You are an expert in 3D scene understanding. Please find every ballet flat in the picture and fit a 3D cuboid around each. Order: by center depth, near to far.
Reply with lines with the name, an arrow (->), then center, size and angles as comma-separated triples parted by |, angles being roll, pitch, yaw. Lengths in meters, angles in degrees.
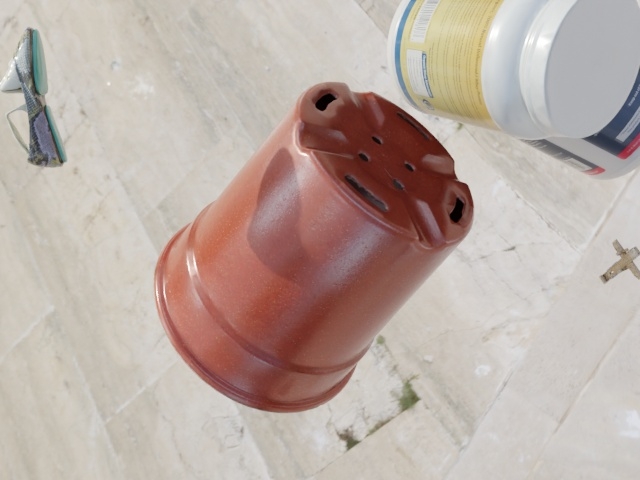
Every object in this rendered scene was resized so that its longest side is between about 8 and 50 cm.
ballet flat -> -0.241, -0.116, 0.478 | 0.041, 0.041, 0.114 | 0, 105, 27

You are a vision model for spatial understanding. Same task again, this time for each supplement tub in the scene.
supplement tub -> 0.173, -0.176, 0.546 | 0.199, 0.144, 0.144 | 35, 102, 53
supplement tub -> 0.317, -0.217, 0.774 | 0.272, 0.191, 0.191 | 25, 97, -6

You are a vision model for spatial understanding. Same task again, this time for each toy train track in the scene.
toy train track -> 0.325, 0.030, 0.639 | 0.014, 0.083, 0.048 | -22, 66, -9

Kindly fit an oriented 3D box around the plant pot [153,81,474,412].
plant pot -> 0.000, 0.000, 0.612 | 0.265, 0.272, 0.272 | -49, 65, 39
